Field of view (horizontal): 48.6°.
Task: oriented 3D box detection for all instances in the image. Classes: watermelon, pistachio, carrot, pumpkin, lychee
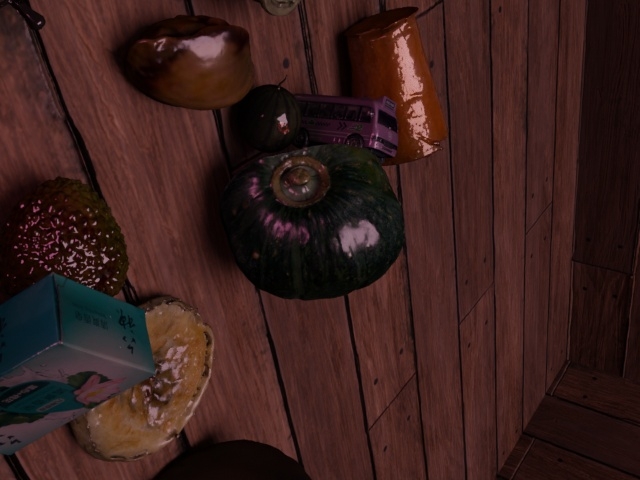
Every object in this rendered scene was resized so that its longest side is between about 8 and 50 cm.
[{"bbox_3d":[-0.078,-0.208,1.142,0.105,0.105,0.133,-17,136,-51],"label":"watermelon"},{"bbox_3d":[-0.179,-0.250,0.982,0.165,0.130,0.210,-44,159,29],"label":"pistachio"},{"bbox_3d":[0.132,-0.295,1.358,0.196,0.196,0.254,-43,129,-38],"label":"carrot"},{"bbox_3d":[0.000,0.000,1.155,0.293,0.196,0.263,-14,153,-15],"label":"pumpkin"},{"bbox_3d":[-0.313,0.007,0.864,0.171,0.171,0.171,-26,123,-48],"label":"lychee"}]

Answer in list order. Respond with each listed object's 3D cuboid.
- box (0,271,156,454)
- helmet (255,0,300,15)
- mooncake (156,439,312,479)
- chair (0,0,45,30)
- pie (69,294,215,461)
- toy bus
[{"bbox_3d":[-0.334,0.150,0.813,0.245,0.092,0.153,-31,148,16],"label":"box"},{"bbox_3d":[-0.102,-0.431,0.987,0.257,0.137,0.204,6,97,-80],"label":"helmet"},{"bbox_3d":[-0.139,0.483,1.178,0.290,0.290,0.161,-37,136,-42],"label":"mooncake"},{"bbox_3d":[-0.388,-0.303,0.702,0.229,0.113,0.106,47,57,-9],"label":"chair"},{"bbox_3d":[-0.266,0.214,1.092,0.274,0.055,0.274,-27,125,-47],"label":"pie"},{"bbox_3d":[0.038,-0.199,1.238,0.096,0.199,0.108,14,88,-57],"label":"toy bus"}]
